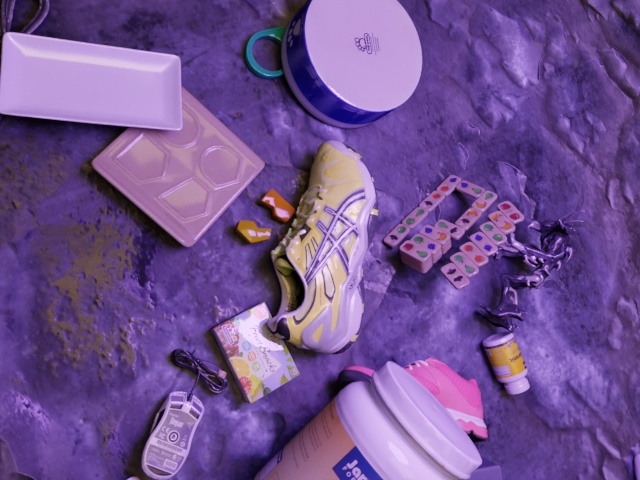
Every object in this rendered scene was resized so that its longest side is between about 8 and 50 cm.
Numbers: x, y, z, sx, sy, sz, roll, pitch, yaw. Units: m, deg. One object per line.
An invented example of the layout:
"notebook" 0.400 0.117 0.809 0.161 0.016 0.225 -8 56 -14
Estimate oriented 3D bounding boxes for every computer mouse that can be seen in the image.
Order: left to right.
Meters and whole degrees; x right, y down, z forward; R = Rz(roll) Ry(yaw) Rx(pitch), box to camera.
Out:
"computer mouse" -0.228 0.279 0.890 0.106 0.042 0.192 32 64 -19

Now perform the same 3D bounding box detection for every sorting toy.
"sorting toy" -0.205 -0.099 0.976 0.307 0.041 0.229 43 63 -10

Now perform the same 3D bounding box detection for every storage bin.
"storage bin" 0.268 0.438 1.035 0.135 0.091 0.098 0 80 -23

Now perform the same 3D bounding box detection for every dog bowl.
"dog bowl" 0.064 -0.361 1.084 0.265 0.104 0.264 4 81 -27

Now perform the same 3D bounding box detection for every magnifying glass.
"magnifying glass" -0.060 -0.404 1.102 0.092 0.026 0.231 45 69 -9

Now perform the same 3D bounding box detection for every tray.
"tray" -0.365 -0.250 0.905 0.271 0.030 0.145 1 74 -22

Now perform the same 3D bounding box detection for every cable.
"cable" -0.507 -0.291 0.867 0.139 0.072 0.287 41 67 -16

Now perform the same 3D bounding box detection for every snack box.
"snack box" -0.112 0.190 0.955 0.100 0.037 0.141 -27 91 -26

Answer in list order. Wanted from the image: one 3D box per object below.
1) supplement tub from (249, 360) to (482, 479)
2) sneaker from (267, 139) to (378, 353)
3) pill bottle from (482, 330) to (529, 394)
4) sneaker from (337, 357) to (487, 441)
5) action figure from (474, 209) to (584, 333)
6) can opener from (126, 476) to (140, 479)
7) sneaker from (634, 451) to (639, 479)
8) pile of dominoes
"supplement tub" 0.058 0.358 0.831 0.228 0.228 0.316 43 96 -10
"sneaker" 0.000 0.000 0.971 0.147 0.145 0.384 12 74 -32
"pill bottle" 0.380 0.249 1.132 0.065 0.065 0.116 -21 89 -25
"sneaker" 0.171 0.275 1.035 0.314 0.116 0.136 25 55 -18
"action figure" 0.410 0.039 1.117 0.141 0.164 0.275 33 83 24
"can opener" -0.221 0.475 0.847 0.093 0.074 0.280 -42 97 11
"sneaker" 0.725 0.581 1.199 0.086 0.085 0.237 -5 81 -28
"pile of dominoes" 0.261 -0.034 1.082 0.251 0.196 0.040 -42 142 -23
